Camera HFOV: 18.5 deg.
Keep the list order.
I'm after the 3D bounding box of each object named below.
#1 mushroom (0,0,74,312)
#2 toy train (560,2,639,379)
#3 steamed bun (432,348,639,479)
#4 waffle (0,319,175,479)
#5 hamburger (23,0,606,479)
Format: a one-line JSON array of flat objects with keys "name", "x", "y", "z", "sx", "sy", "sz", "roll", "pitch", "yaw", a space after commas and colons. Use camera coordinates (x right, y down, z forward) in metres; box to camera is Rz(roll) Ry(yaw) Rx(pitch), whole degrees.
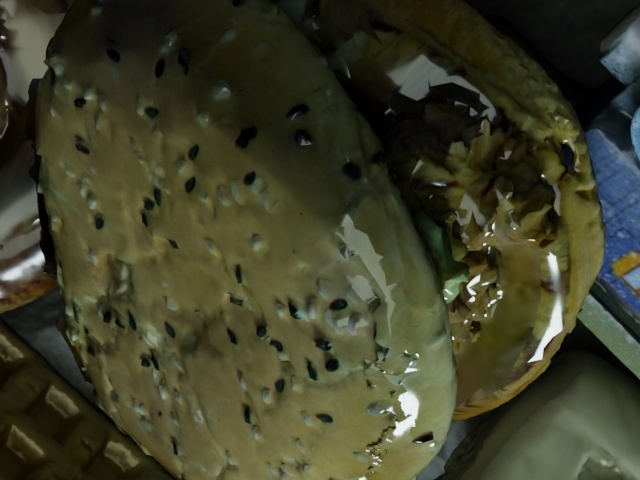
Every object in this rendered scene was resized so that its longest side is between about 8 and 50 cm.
[{"name": "mushroom", "x": -0.209, "y": -0.104, "z": 1.150, "sx": 0.263, "sy": 0.195, "sz": 0.283, "roll": 13, "pitch": 129, "yaw": 2}, {"name": "toy train", "x": 0.245, "y": 0.006, "z": 1.080, "sx": 0.300, "sy": 0.131, "sz": 0.202, "roll": 45, "pitch": 143, "yaw": -2}, {"name": "steamed bun", "x": 0.166, "y": 0.198, "z": 1.169, "sx": 0.225, "sy": 0.200, "sz": 0.170, "roll": 38, "pitch": 154, "yaw": -2}, {"name": "waffle", "x": -0.185, "y": 0.167, "z": 1.227, "sx": 0.248, "sy": 0.221, "sz": 0.055, "roll": 43, "pitch": 114, "yaw": -3}, {"name": "hamburger", "x": 0.000, "y": 0.000, "z": 1.054, "sx": 0.277, "sy": 0.195, "sz": 0.318, "roll": 28, "pitch": 133, "yaw": 39}]
